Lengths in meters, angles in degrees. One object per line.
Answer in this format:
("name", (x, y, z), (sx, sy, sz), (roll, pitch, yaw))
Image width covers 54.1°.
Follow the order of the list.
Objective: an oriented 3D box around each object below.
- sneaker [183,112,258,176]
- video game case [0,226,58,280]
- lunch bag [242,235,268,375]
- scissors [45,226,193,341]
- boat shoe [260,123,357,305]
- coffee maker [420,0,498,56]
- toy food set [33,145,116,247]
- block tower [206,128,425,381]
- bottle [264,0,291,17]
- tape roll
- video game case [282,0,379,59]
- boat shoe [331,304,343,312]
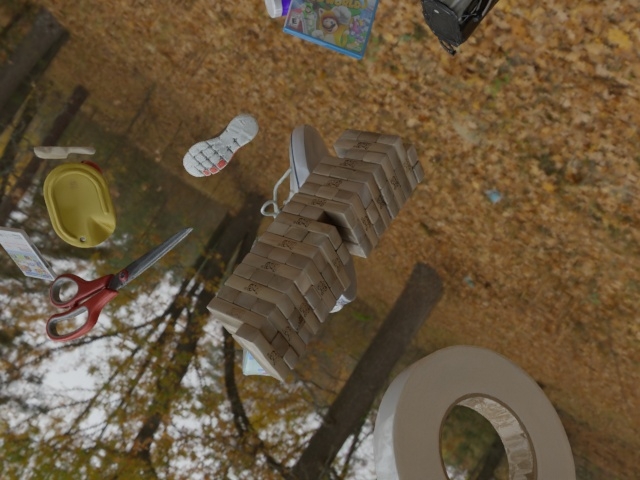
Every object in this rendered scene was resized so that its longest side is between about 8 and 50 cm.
("sneaker", (-0.169, -0.167, 1.105), (0.061, 0.158, 0.065), (56, -167, -12))
("video game case", (-0.544, 0.024, 1.150), (0.087, 0.011, 0.122), (6, 135, 27))
("lunch bag", (-0.107, 0.147, 1.349), (0.107, 0.279, 0.224), (4, -161, -9))
("scissors", (-0.303, 0.071, 0.941), (0.021, 0.297, 0.109), (30, -135, -60))
("boat shoe", (-0.039, -0.041, 1.241), (0.156, 0.367, 0.136), (-17, 170, 25))
("coffee maker", (0.298, -0.498, 1.265), (0.120, 0.178, 0.171), (41, 180, 4))
("toy food set", (-0.489, -0.098, 1.281), (0.128, 0.218, 0.071), (-8, -159, -5))
("block tower", (0.000, 0.000, 0.776), (0.097, 0.335, 0.091), (15, 150, 38))
("bottle", (0.006, -0.604, 1.522), (0.118, 0.282, 0.092), (50, 154, 47))
("tape roll", (0.274, 0.377, 1.087), (0.392, 0.392, 0.072), (34, 144, -10))
("video game case", (0.026, -0.353, 0.880), (0.119, 0.166, 0.015), (17, 175, -11))
("boat shoe", (0.007, 0.161, 1.505), (0.100, 0.035, 0.035), (-6, -166, 30))
